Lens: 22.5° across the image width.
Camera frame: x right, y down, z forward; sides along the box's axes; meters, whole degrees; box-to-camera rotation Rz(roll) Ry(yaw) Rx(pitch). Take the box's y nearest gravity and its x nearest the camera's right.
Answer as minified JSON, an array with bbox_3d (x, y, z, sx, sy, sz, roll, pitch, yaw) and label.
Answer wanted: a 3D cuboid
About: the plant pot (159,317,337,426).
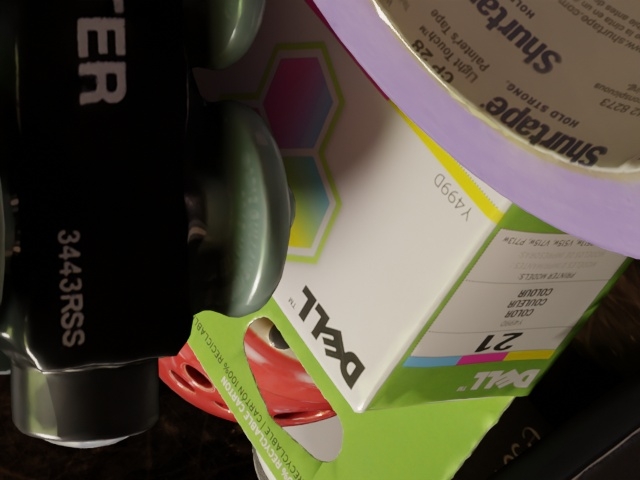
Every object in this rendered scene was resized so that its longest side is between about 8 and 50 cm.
[{"bbox_3d":[-0.013,0.011,0.955,0.191,0.191,0.174,55,162,0],"label":"plant pot"}]

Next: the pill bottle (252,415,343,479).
[{"bbox_3d":[0.026,0.150,1.272,0.162,0.162,0.278,53,170,9],"label":"pill bottle"}]

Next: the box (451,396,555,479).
[{"bbox_3d":[0.069,0.410,0.798,0.471,0.297,0.480,51,-146,-2],"label":"box"}]

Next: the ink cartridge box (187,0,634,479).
[{"bbox_3d":[0.000,0.000,0.637,0.097,0.255,0.189,0,-138,-44],"label":"ink cartridge box"}]

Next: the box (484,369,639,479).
[{"bbox_3d":[0.185,0.185,0.591,0.294,0.183,0.296,52,171,7],"label":"box"}]

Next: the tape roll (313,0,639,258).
[{"bbox_3d":[0.071,-0.089,0.408,0.189,0.080,0.189,39,158,19],"label":"tape roll"}]

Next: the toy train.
[{"bbox_3d":[-0.103,-0.099,0.574,0.190,0.142,0.333,14,108,62],"label":"toy train"}]
